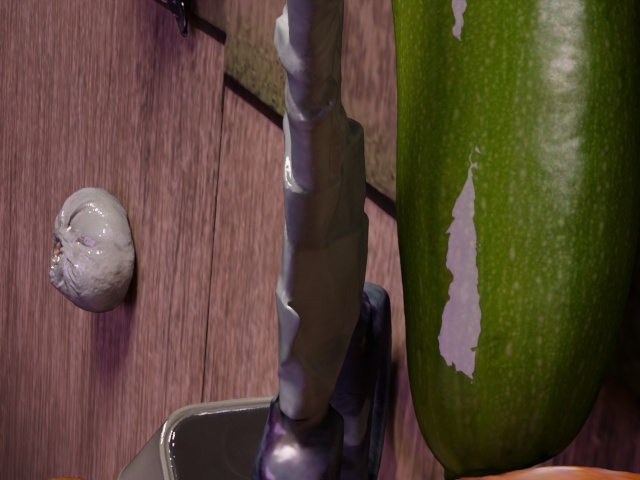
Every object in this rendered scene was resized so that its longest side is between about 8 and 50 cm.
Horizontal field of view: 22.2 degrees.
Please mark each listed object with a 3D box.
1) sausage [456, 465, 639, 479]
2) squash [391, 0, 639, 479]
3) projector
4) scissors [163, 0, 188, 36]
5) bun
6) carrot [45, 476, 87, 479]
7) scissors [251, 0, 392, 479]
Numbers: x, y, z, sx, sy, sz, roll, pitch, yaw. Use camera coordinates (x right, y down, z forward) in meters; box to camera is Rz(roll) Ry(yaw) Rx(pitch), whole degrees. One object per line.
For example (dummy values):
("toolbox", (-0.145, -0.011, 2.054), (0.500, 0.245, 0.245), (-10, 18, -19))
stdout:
("sausage", (0.058, 0.192, 0.473), (0.141, 0.153, 0.268), (-79, 0, -62))
("squash", (0.061, -0.068, 0.518), (0.082, 0.082, 0.292), (-172, 77, -65))
("projector", (-0.044, 0.127, 0.770), (0.082, 0.083, 0.083), (131, 131, -57))
("scissors", (-0.086, -0.163, 0.907), (0.039, 0.012, 0.113), (127, 133, -56))
("bun", (-0.146, 0.007, 1.022), (0.083, 0.045, 0.083), (-4, 86, 63))
("carrot", (-0.185, 0.269, 0.926), (0.258, 0.100, 0.307), (-44, 19, 6))
("scissors", (0.000, 0.000, 0.511), (0.256, 0.029, 0.383), (-71, -15, -52))
